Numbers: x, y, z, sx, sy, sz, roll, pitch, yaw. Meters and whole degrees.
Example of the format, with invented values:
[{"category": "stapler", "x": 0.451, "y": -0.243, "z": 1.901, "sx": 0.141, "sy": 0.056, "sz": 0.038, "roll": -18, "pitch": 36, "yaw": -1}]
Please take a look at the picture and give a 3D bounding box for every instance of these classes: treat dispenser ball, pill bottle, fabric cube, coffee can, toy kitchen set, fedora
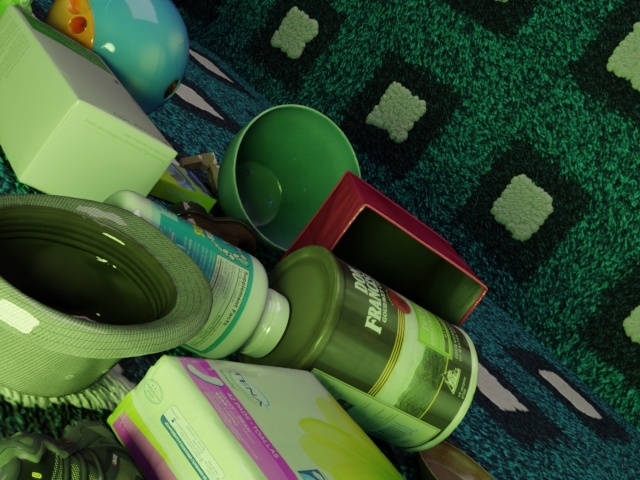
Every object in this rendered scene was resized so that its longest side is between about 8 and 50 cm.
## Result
[{"category": "treat dispenser ball", "x": -0.406, "y": -0.384, "z": 1.720, "sx": 0.288, "sy": 0.288, "sz": 0.288, "roll": 35, "pitch": 12, "yaw": -9}, {"category": "pill bottle", "x": -0.168, "y": 0.056, "z": 1.077, "sx": 0.264, "sy": 0.146, "sz": 0.146, "roll": 31, "pitch": 13, "yaw": -30}, {"category": "fabric cube", "x": 0.084, "y": 0.073, "z": 1.481, "sx": 0.254, "sy": 0.259, "sz": 0.258, "roll": 33, "pitch": 10, "yaw": -15}, {"category": "coffee can", "x": 0.054, "y": 0.155, "z": 1.206, "sx": 0.275, "sy": 0.201, "sz": 0.201, "roll": 31, "pitch": 13, "yaw": -31}, {"category": "toy kitchen set", "x": -0.256, "y": -0.134, "z": 1.850, "sx": 0.068, "sy": 0.075, "sz": 0.083, "roll": 138, "pitch": -64, "yaw": -66}, {"category": "fedora", "x": -0.251, "y": 0.064, "z": 0.849, "sx": 0.243, "sy": 0.124, "sz": 0.275, "roll": 38, "pitch": 20, "yaw": 16}]

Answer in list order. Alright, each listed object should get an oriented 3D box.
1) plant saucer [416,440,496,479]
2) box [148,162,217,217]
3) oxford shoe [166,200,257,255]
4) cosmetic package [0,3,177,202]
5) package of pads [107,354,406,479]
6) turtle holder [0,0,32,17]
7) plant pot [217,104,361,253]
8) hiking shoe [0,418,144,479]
[{"category": "plant saucer", "x": 0.210, "y": 0.366, "z": 1.259, "sx": 0.198, "sy": 0.036, "sz": 0.198, "roll": 35, "pitch": 13, "yaw": -9}, {"category": "box", "x": -0.277, "y": -0.108, "z": 1.641, "sx": 0.178, "sy": 0.042, "sz": 0.109, "roll": 21, "pitch": 20, "yaw": -50}, {"category": "oxford shoe", "x": -0.175, "y": 0.009, "z": 1.448, "sx": 0.227, "sy": 0.083, "sz": 0.096, "roll": 16, "pitch": 43, "yaw": -58}, {"category": "cosmetic package", "x": -0.403, "y": -0.202, "z": 1.363, "sx": 0.197, "sy": 0.155, "sz": 0.365, "roll": 28, "pitch": 14, "yaw": -48}, {"category": "package of pads", "x": -0.048, "y": 0.228, "z": 0.879, "sx": 0.229, "sy": 0.101, "sz": 0.296, "roll": 46, "pitch": 14, "yaw": 31}, {"category": "turtle holder", "x": -0.622, "y": -0.415, "z": 1.358, "sx": 0.320, "sy": 0.227, "sz": 0.243, "roll": 32, "pitch": 12, "yaw": -22}, {"category": "plant pot", "x": -0.090, "y": -0.107, "z": 1.725, "sx": 0.290, "sy": 0.290, "sz": 0.195, "roll": 31, "pitch": -22, "yaw": -27}, {"category": "hiking shoe", "x": -0.184, "y": 0.198, "z": 0.627, "sx": 0.114, "sy": 0.086, "sz": 0.227, "roll": 36, "pitch": 10, "yaw": 12}]
